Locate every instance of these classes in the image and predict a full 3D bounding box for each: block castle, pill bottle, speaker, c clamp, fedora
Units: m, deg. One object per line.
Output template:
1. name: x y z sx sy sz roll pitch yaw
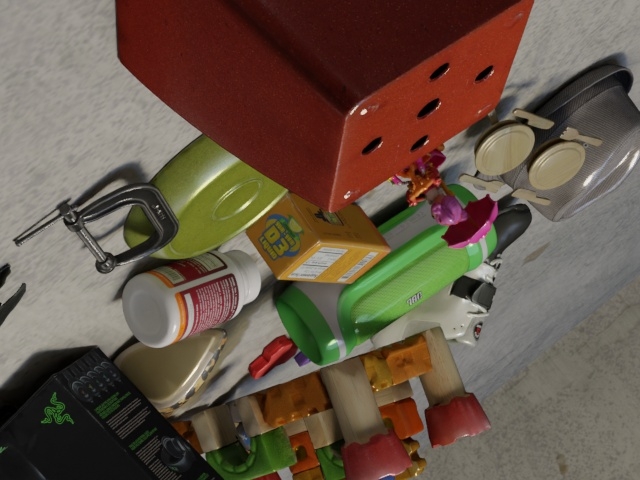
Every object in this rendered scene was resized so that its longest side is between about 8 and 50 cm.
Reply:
1. block castle: -0.022 0.293 2.275 0.453 0.212 0.303 -23 175 34
2. pill bottle: -0.141 0.060 1.886 0.152 0.086 0.086 -20 155 -45
3. speaker: 0.090 0.043 2.251 0.297 0.131 0.131 -33 162 -17
4. c clamp: -0.210 -0.009 1.648 0.137 0.022 0.160 -32 153 3
5. fedora: 0.363 -0.120 2.388 0.275 0.124 0.244 -44 162 16

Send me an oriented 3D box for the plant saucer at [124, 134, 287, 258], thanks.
1. plant saucer: -0.097 -0.054 1.769 0.241 0.037 0.241 -34 163 -12

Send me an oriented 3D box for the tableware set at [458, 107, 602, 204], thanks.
1. tableware set: 0.273 -0.118 2.234 0.194 0.039 0.128 13 125 -43

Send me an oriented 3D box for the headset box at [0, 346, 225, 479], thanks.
1. headset box: -0.273 0.299 1.926 0.246 0.283 0.131 -43 178 19

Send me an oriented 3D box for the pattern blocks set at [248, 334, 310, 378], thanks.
1. pattern blocks set: 0.059 0.082 2.452 0.325 0.026 0.285 -48 161 27

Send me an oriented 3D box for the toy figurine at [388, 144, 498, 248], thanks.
1. toy figurine: 0.141 -0.063 2.022 0.130 0.159 0.173 -45 161 19

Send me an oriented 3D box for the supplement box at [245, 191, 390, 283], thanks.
1. supplement box: 0.000 0.000 2.038 0.080 0.078 0.233 -40 163 14

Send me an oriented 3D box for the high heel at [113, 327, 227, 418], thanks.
1. high heel: -0.192 0.178 2.084 0.261 0.093 0.186 -36 166 17

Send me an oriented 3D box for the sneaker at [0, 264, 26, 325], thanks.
1. sneaker: -0.359 0.092 1.594 0.170 0.051 0.089 -31 162 -37

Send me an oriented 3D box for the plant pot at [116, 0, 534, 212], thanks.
1. plant pot: 0.014 -0.185 1.322 0.267 0.235 0.267 -32 162 -18

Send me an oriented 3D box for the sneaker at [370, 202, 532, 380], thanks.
1. sneaker: 0.225 0.085 2.606 0.330 0.146 0.122 -44 161 12

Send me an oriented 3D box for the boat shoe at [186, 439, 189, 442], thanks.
1. boat shoe: -0.253 0.353 2.124 0.136 0.156 0.367 -5 165 -32
